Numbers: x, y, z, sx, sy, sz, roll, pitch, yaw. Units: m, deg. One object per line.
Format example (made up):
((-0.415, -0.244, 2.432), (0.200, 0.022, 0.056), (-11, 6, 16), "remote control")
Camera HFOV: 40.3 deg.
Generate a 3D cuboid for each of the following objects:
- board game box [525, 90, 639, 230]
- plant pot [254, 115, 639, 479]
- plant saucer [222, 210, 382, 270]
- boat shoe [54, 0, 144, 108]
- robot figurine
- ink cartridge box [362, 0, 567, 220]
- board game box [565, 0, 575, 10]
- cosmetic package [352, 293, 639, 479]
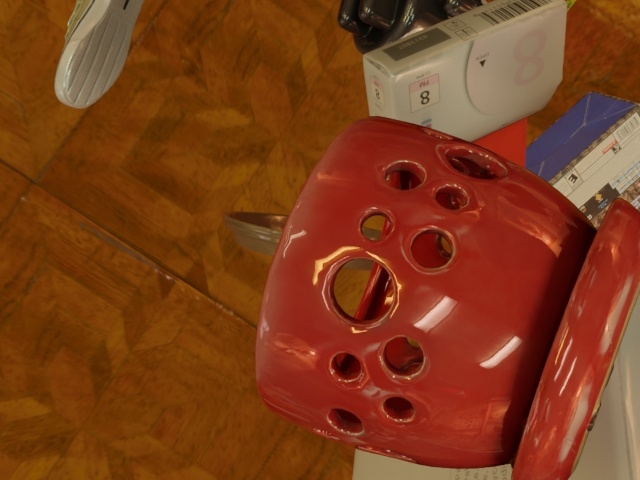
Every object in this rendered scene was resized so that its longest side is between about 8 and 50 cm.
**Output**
((0.485, -0.066, 1.493), (0.232, 0.141, 0.291), (-41, 115, 0), "board game box")
((0.080, 0.043, 0.495), (0.174, 0.191, 0.191), (21, 82, 19), "plant pot")
((0.000, 0.000, 1.207), (0.278, 0.278, 0.041), (9, 97, -6), "plant saucer")
((-0.393, -0.372, 1.536), (0.094, 0.109, 0.302), (14, 76, 35), "boat shoe")
((0.165, -0.353, 1.418), (0.278, 0.209, 0.173), (16, 122, -32), "robot figurine")
((0.145, -0.109, 0.850), (0.189, 0.066, 0.232), (-25, 131, -15), "ink cartridge box")
((0.465, -0.507, 1.630), (0.043, 0.181, 0.092), (0, 64, -19), "board game box")
((0.249, 0.289, 0.776), (0.329, 0.394, 0.327), (24, 50, -19), "cosmetic package")
